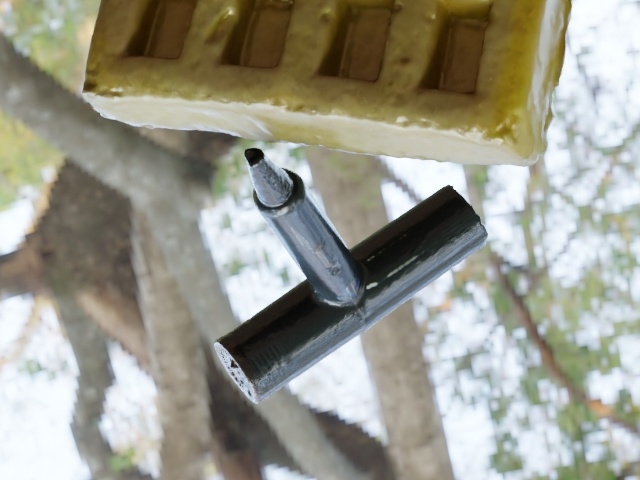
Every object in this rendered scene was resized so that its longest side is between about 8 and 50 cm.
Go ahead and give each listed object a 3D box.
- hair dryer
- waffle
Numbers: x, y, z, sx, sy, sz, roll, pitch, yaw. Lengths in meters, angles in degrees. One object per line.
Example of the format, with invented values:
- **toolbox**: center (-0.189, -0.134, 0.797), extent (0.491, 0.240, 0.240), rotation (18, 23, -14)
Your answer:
- **hair dryer**: center (0.011, -0.011, 1.085), extent (0.173, 0.195, 0.050), rotation (-35, -121, -16)
- **waffle**: center (0.012, -0.157, 1.014), extent (0.248, 0.055, 0.221), rotation (7, -107, 20)
